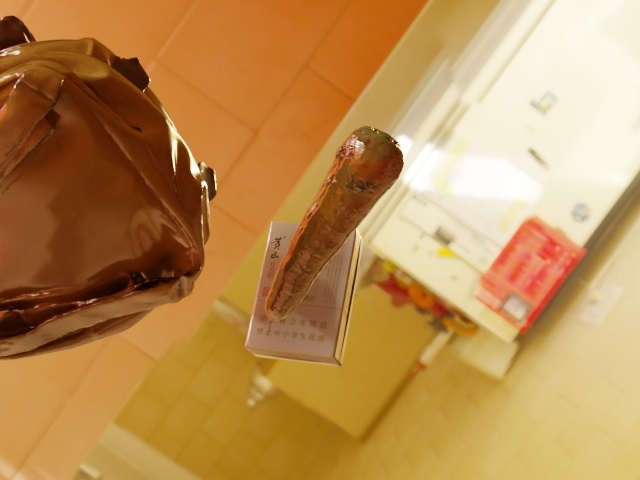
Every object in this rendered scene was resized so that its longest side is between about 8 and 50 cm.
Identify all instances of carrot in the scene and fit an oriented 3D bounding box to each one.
[{"bbox_3d":[0.000,0.000,1.207,0.078,0.298,0.078,27,-159,-11],"label":"carrot"}]

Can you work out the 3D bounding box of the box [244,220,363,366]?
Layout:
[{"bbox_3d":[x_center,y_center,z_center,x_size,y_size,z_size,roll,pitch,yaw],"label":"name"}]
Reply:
[{"bbox_3d":[-0.022,0.077,1.514,0.141,0.201,0.058,4,160,15],"label":"box"}]

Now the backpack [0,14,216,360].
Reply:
[{"bbox_3d":[-0.315,-0.040,1.111,0.201,0.378,0.353,-97,-18,-63],"label":"backpack"}]
